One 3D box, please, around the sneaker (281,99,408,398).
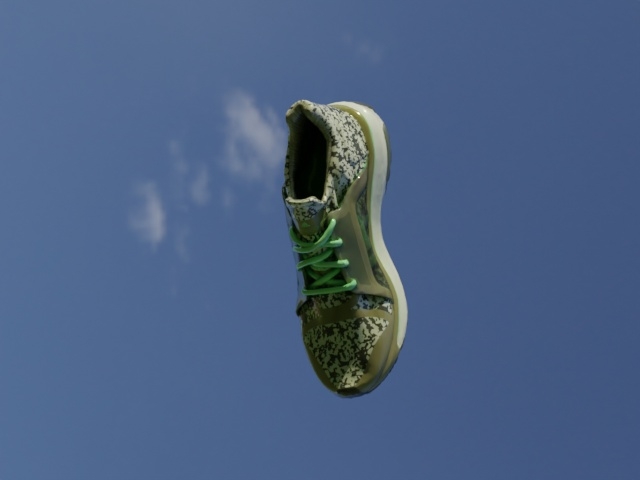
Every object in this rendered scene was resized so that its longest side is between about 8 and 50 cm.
[{"bbox_3d":[0.000,0.000,1.919,0.158,0.182,0.410,-13,-106,27],"label":"sneaker"}]
